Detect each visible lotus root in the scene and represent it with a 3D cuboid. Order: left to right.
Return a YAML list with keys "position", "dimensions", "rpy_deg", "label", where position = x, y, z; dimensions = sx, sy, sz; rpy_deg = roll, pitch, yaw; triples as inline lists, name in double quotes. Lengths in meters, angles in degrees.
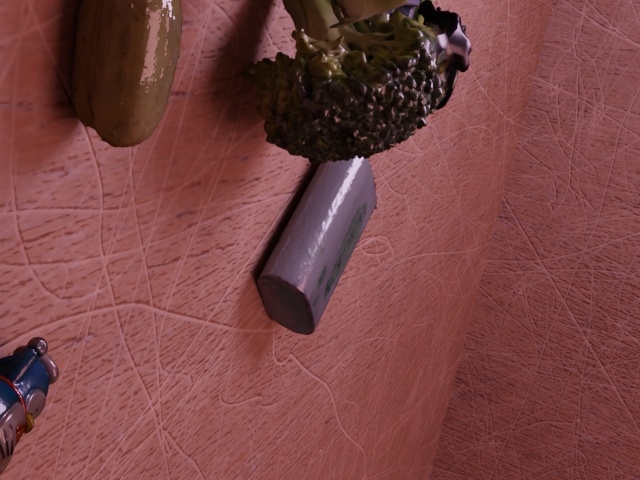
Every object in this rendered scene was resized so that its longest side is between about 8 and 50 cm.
- position: [-0.154, -0.166, 0.796]
  dimensions: [0.077, 0.090, 0.182]
  rpy_deg: [-4, 111, -40]
  label: "lotus root"

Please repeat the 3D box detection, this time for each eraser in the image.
- position: [0.000, 0.000, 1.386]
  dimensions: [0.174, 0.081, 0.226]
  rpy_deg: [75, 37, -59]
  label: "eraser"

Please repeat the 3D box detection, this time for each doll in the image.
- position: [-0.265, 0.138, 0.775]
  dimensions: [0.114, 0.086, 0.152]
  rpy_deg: [-58, 177, 20]
  label: "doll"

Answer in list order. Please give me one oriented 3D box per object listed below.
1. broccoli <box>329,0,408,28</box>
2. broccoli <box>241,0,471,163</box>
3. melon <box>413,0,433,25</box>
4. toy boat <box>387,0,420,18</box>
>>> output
- position: [0.037, -0.353, 0.840]
  dimensions: [0.317, 0.277, 0.338]
  rpy_deg: [32, 69, -59]
  label: "broccoli"
- position: [0.031, -0.211, 1.084]
  dimensions: [0.243, 0.247, 0.263]
  rpy_deg: [65, 9, 6]
  label: "broccoli"
- position: [0.142, -0.350, 1.497]
  dimensions: [0.118, 0.064, 0.209]
  rpy_deg: [50, 58, -67]
  label: "melon"
- position: [0.088, -0.340, 1.330]
  dimensions: [0.127, 0.078, 0.282]
  rpy_deg: [-25, 131, -66]
  label: "toy boat"
